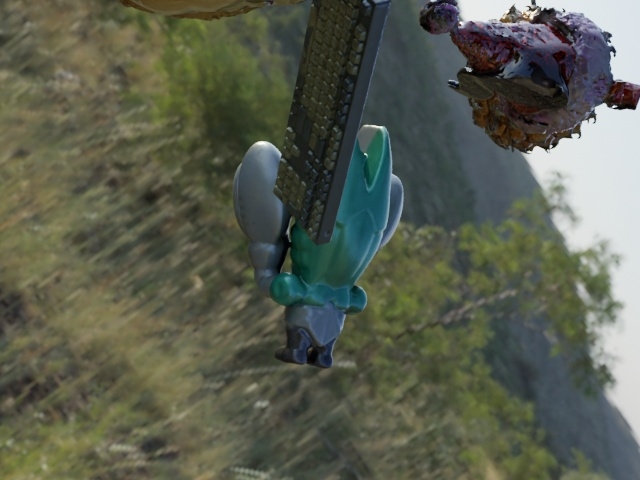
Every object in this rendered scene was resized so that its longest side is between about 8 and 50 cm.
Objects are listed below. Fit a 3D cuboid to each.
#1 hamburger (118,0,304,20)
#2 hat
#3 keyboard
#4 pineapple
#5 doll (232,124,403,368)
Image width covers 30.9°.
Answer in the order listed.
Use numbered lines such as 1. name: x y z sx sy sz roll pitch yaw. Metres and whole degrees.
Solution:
1. hamburger: -0.041 -0.210 0.484 0.244 0.244 0.163 55 10 0
2. hat: 0.183 -0.174 1.096 0.227 0.129 0.140 15 24 -40
3. keyboard: 0.002 -0.076 0.666 0.055 0.014 0.176 50 -36 32
4. pineapple: 0.261 -0.176 1.287 0.137 0.161 0.176 21 -55 50
5. doll: -0.013 -0.010 1.226 0.153 0.258 0.195 14 -24 50
